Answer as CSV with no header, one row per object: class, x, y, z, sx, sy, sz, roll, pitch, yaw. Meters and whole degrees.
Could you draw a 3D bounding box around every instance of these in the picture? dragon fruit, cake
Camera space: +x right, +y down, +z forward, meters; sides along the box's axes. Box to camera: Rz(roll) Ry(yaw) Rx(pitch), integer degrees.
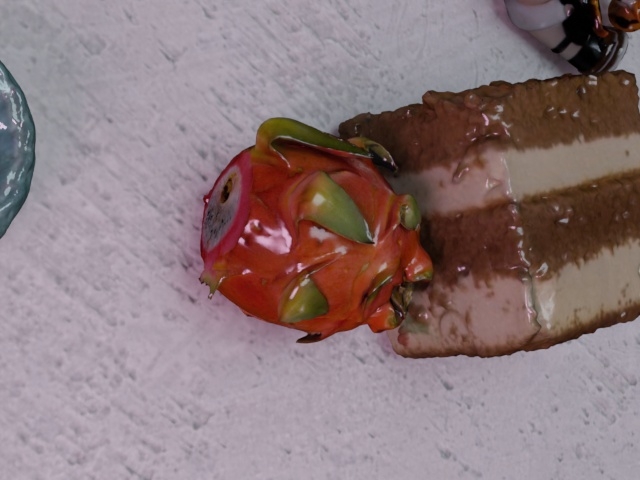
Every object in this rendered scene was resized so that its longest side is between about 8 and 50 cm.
dragon fruit,-0.004,-0.004,1.124,0.227,0.224,0.224,8,76,-24
cake,0.208,-0.031,1.254,0.282,0.256,0.290,-14,94,-37

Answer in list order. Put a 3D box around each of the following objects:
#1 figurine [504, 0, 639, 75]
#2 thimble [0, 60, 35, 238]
figurine,0.368,-0.405,1.465,0.323,0.196,0.320,-60,150,-19
thimble,-0.350,-0.072,0.942,0.198,0.143,0.235,30,64,-27
